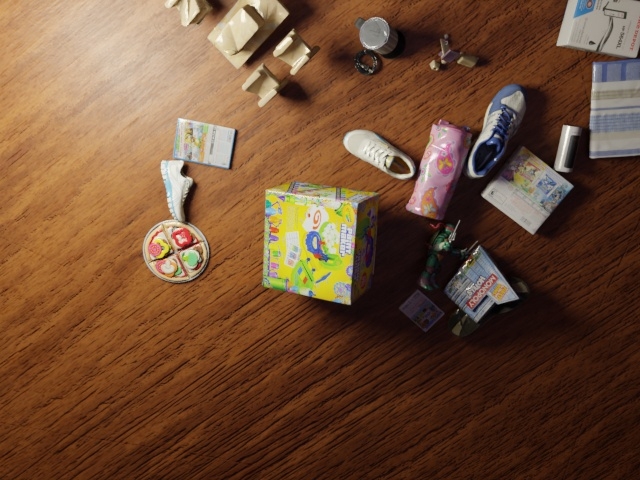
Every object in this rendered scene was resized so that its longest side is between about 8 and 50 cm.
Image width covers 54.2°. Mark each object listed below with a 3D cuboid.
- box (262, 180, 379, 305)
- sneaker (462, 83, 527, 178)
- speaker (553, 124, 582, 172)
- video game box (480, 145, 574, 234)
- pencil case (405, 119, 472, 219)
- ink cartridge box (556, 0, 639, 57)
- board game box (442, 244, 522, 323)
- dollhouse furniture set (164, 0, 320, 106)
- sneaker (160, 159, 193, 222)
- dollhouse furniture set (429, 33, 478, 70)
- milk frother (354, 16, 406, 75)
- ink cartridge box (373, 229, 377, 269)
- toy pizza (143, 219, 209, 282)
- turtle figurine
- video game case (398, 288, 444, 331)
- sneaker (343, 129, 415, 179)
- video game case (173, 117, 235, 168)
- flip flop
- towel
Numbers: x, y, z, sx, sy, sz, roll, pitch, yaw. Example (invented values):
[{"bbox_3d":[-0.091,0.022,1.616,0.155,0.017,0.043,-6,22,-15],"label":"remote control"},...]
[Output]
[{"bbox_3d":[0.000,0.000,1.783,0.279,0.177,0.289,11,107,23],"label":"box"},{"bbox_3d":[0.511,-0.303,1.783,0.112,0.131,0.296,25,102,-6],"label":"sneaker"},{"bbox_3d":[0.726,-0.271,1.835,0.055,0.055,0.136,7,105,-3],"label":"speaker"},{"bbox_3d":[0.616,-0.151,1.871,0.205,0.048,0.187,35,104,-11],"label":"video game box"},{"bbox_3d":[0.343,-0.203,1.816,0.124,0.124,0.283,14,105,-5],"label":"pencil case"},{"bbox_3d":[0.783,-0.596,1.729,0.203,0.086,0.148,9,105,-3],"label":"ink cartridge box"},{"bbox_3d":[0.498,0.149,1.891,0.194,0.060,0.194,44,106,26],"label":"board game box"},{"bbox_3d":[-0.126,-0.640,1.667,0.362,0.256,0.394,45,121,-11],"label":"dollhouse furniture set"},{"bbox_3d":[-0.412,-0.147,1.841,0.083,0.071,0.190,-10,106,-4],"label":"sneaker"},{"bbox_3d":[0.380,-0.530,1.780,0.114,0.091,0.081,9,64,-26],"label":"dollhouse furniture set"},{"bbox_3d":[0.143,-0.526,1.709,0.129,0.135,0.143,23,103,24],"label":"milk frother"},{"bbox_3d":[0.109,-0.002,1.890,0.116,0.067,0.198,2,105,-1],"label":"ink cartridge box"},{"bbox_3d":[-0.443,0.036,1.908,0.202,0.032,0.201,0,106,-1],"label":"toy pizza"},{"bbox_3d":[0.373,0.035,1.887,0.175,0.118,0.234,8,112,-46],"label":"turtle figurine"},{"bbox_3d":[0.321,0.223,1.987,0.122,0.011,0.087,42,100,-11],"label":"video game case"},{"bbox_3d":[0.175,-0.251,1.810,0.229,0.092,0.087,25,105,-6],"label":"sneaker"},{"bbox_3d":[-0.340,-0.284,1.830,0.167,0.015,0.119,11,106,-4],"label":"video game case"},{"bbox_3d":[0.523,0.209,1.952,0.277,0.080,0.112,-41,67,19],"label":"flip flop"},{"bbox_3d":[0.886,-0.382,1.819,0.210,0.034,0.284,-5,105,0],"label":"towel"}]
